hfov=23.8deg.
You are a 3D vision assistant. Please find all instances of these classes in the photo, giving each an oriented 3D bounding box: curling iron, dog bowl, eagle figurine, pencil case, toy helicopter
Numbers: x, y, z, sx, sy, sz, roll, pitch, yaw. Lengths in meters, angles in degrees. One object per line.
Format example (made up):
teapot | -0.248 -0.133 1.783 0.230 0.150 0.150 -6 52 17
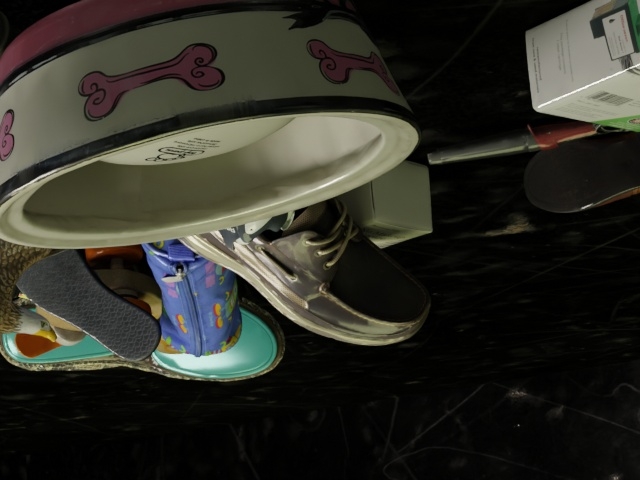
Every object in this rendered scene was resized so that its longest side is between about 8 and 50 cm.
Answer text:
curling iron | 0.258 -0.128 1.796 0.274 0.035 0.068 -10 160 19
dog bowl | -0.119 -0.118 1.407 0.407 0.150 0.408 -13 170 -2
eagle figurine | -0.416 0.052 1.921 0.226 0.298 0.225 7 157 26
pencil case | -0.170 0.048 2.030 0.119 0.133 0.306 7 149 5
toy helicopter | -0.299 0.122 2.288 0.235 0.140 0.355 -22 154 21

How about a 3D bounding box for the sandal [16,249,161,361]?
sandal | -0.330 0.077 2.087 0.097 0.254 0.054 -48 176 0

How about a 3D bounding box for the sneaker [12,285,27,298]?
sneaker | -0.452 0.044 2.226 0.094 0.082 0.208 16 178 21

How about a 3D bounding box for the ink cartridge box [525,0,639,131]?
ink cartridge box | 0.334 -0.186 1.471 0.160 0.093 0.219 7 162 -38

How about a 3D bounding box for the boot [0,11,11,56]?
boot | -0.370 -0.209 1.275 0.189 0.076 0.208 -5 159 -4

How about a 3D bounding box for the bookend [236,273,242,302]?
bookend | -0.162 0.083 2.264 0.072 0.156 0.157 -6 166 6

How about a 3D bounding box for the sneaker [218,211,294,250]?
sneaker | -0.113 -0.059 1.708 0.235 0.153 0.094 -1 -154 -39

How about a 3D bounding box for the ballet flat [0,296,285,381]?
ballet flat | -0.295 0.142 2.533 0.482 0.164 0.182 1 -172 3

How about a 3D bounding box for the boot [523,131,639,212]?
boot | 0.433 -0.096 1.935 0.264 0.096 0.280 -26 162 39

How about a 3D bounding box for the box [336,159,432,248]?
box | 0.013 -0.029 1.996 0.113 0.094 0.275 9 161 -39

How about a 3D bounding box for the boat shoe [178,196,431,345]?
boat shoe | -0.023 0.008 1.840 0.355 0.132 0.130 27 144 -2
